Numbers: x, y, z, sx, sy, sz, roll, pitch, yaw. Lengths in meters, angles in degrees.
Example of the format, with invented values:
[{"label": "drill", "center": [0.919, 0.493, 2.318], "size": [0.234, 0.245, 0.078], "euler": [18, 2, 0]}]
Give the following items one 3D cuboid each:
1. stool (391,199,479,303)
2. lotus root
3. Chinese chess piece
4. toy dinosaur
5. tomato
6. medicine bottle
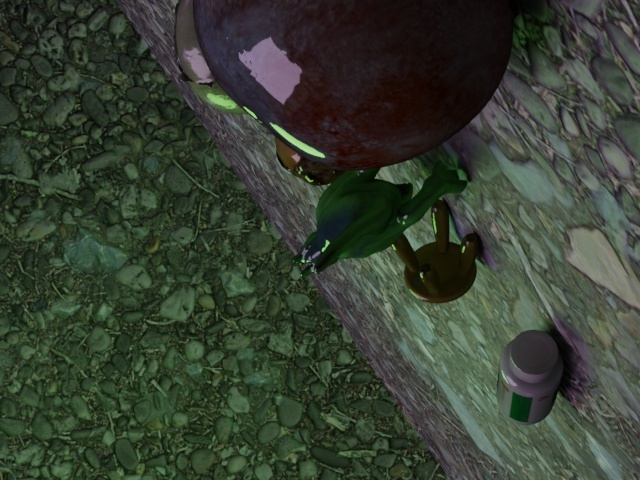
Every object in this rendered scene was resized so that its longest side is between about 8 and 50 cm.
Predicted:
[{"label": "stool", "center": [0.172, 0.021, 2.005], "size": [0.134, 0.135, 0.110], "euler": [5, 148, 15]}, {"label": "lotus root", "center": [0.001, -0.166, 2.039], "size": [0.146, 0.130, 0.303], "euler": [29, -165, -6]}, {"label": "Chinese chess piece", "center": [-0.124, -0.304, 2.014], "size": [0.092, 0.237, 0.237], "euler": [0, 136, 32]}, {"label": "toy dinosaur", "center": [0.000, 0.000, 1.841], "size": [0.144, 0.500, 0.374], "euler": [50, 127, 1]}, {"label": "tomato", "center": [0.031, -0.221, 1.299], "size": [0.317, 0.282, 0.316], "euler": [42, 175, 4]}, {"label": "medicine bottle", "center": [0.309, 0.202, 1.996], "size": [0.095, 0.095, 0.260], "euler": [52, 172, 19]}]
